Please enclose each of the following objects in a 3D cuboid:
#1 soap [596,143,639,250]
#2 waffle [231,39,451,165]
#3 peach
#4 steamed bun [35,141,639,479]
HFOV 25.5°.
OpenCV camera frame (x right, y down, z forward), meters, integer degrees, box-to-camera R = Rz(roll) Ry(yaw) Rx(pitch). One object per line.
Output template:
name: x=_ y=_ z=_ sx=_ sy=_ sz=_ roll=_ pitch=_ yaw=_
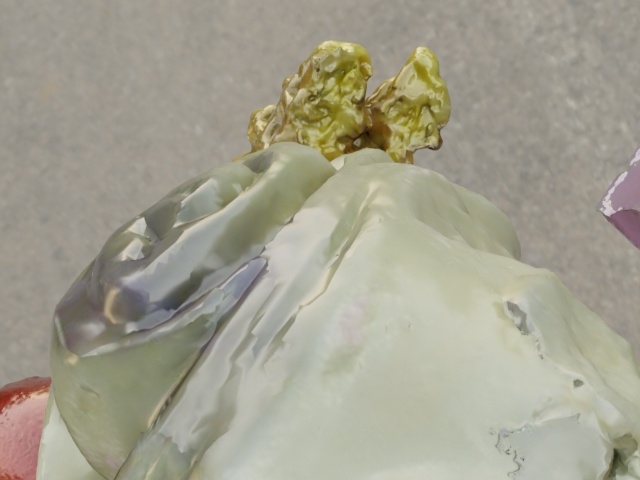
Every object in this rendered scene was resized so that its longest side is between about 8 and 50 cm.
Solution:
soap: x=0.251 y=-0.002 z=0.741 sx=0.122 sy=0.203 sz=0.065 roll=-53 pitch=28 yaw=-1
waffle: x=0.000 y=0.000 z=1.166 sx=0.261 sy=0.151 sz=0.324 roll=-53 pitch=20 yaw=42
peach: x=-0.362 y=0.314 z=1.977 sx=0.257 sy=0.201 sz=0.361 roll=-25 pitch=36 yaw=-35
steamed bun: x=-0.024 y=0.073 z=0.721 sx=0.394 sy=0.237 sz=0.347 roll=-15 pitch=44 yaw=46
